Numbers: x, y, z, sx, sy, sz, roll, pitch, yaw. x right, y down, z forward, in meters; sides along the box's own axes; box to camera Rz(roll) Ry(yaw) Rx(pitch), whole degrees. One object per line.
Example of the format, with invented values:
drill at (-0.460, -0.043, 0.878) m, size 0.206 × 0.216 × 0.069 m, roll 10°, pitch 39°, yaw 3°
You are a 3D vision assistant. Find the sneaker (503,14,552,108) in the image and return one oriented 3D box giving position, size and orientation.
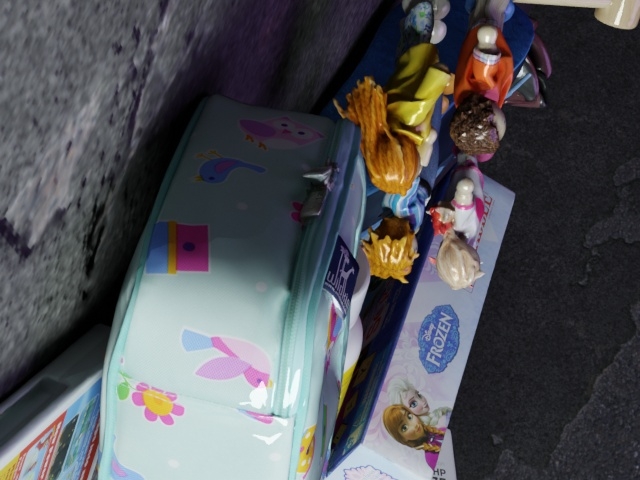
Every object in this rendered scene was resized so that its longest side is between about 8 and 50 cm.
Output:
sneaker at (0.183, -0.162, 1.605) m, size 0.106 × 0.162 × 0.281 m, roll -59°, pitch 169°, yaw -47°

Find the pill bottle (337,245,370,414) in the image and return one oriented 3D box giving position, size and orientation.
pill bottle at (-0.038, 0.089, 0.950) m, size 0.119 × 0.119 × 0.208 m, roll -58°, pitch 169°, yaw -52°

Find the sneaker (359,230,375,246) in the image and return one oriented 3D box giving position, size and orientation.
sneaker at (0.000, 0.000, 1.245) m, size 0.144 × 0.059 × 0.053 m, roll 128°, pitch -38°, yaw -49°

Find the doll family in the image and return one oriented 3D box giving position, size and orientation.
doll family at (0.068, -0.062, 0.951) m, size 0.263 × 0.118 × 0.163 m, roll 87°, pitch 13°, yaw -57°

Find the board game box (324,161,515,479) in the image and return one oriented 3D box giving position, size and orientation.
board game box at (0.034, 0.136, 1.172) m, size 0.318 × 0.066 × 0.319 m, roll -53°, pitch -170°, yaw 46°

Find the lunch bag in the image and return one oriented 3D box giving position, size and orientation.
lunch bag at (-0.040, 0.068, 0.733) m, size 0.224 × 0.108 × 0.279 m, roll -71°, pitch 172°, yaw -55°

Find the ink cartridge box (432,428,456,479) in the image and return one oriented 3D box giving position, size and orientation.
ink cartridge box at (0.052, 0.386, 1.710) m, size 0.197 × 0.198 × 0.270 m, roll 124°, pitch -30°, yaw -49°

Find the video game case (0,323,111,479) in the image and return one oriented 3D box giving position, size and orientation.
video game case at (-0.172, 0.173, 0.605) m, size 0.285 × 0.025 × 0.204 m, roll -47°, pitch 158°, yaw -69°

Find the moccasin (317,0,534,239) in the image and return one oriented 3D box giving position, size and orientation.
moccasin at (0.066, -0.113, 1.165) m, size 0.342 × 0.137 × 0.117 m, roll -41°, pitch 161°, yaw -41°

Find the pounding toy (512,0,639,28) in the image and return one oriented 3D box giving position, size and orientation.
pounding toy at (0.153, -0.235, 0.993) m, size 0.181 × 0.206 × 0.094 m, roll -50°, pitch 161°, yaw -66°
